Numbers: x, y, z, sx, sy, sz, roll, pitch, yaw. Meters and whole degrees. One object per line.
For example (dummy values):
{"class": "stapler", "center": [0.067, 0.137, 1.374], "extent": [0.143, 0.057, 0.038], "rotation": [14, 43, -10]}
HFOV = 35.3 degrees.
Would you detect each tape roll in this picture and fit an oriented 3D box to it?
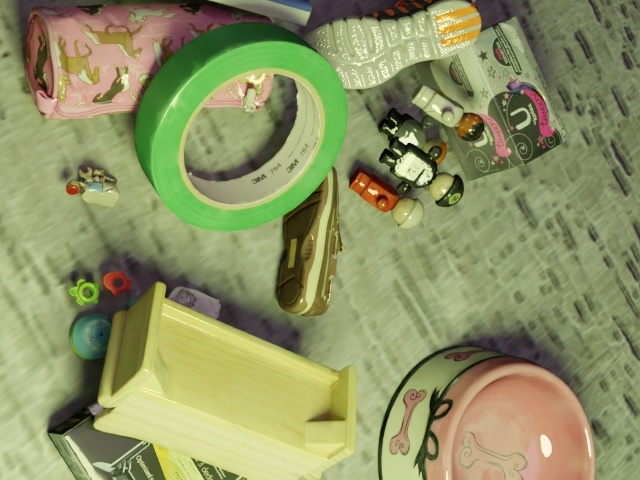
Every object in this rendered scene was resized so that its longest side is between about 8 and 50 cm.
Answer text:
{"class": "tape roll", "center": [-0.115, -0.166, 1.512], "extent": [0.321, 0.077, 0.321], "rotation": [-19, 132, -22]}

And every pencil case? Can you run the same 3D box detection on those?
{"class": "pencil case", "center": [-0.251, -0.270, 1.513], "extent": [0.386, 0.167, 0.160], "rotation": [-7, 124, -31]}

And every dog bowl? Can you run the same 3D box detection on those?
{"class": "dog bowl", "center": [0.307, 0.383, 1.747], "extent": [0.408, 0.150, 0.408], "rotation": [5, 80, -30]}

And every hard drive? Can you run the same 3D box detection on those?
{"class": "hard drive", "center": [-0.193, -0.418, 1.549], "extent": [0.318, 0.210, 0.040], "rotation": [9, 116, -29]}

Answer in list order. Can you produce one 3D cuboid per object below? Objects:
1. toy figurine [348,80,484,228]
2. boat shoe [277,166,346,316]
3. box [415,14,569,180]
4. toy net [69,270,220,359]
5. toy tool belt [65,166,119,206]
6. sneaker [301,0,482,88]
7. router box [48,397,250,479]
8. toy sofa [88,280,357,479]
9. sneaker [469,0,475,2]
{"class": "toy figurine", "center": [0.170, -0.142, 1.708], "extent": [0.148, 0.213, 0.209], "rotation": [33, 63, -10]}
{"class": "boat shoe", "center": [-0.006, 0.000, 1.663], "extent": [0.095, 0.095, 0.257], "rotation": [19, 79, -41]}
{"class": "box", "center": [0.312, -0.256, 1.834], "extent": [0.142, 0.163, 0.247], "rotation": [-30, 98, -31]}
{"class": "toy net", "center": [-0.264, 0.103, 1.515], "extent": [0.232, 0.045, 0.122], "rotation": [-8, 85, -33]}
{"class": "toy tool belt", "center": [-0.340, -0.083, 1.499], "extent": [0.083, 0.052, 0.051], "rotation": [15, 44, -31]}
{"class": "sneaker", "center": [0.116, -0.355, 1.758], "extent": [0.321, 0.180, 0.125], "rotation": [-10, 111, 3]}
{"class": "router box", "center": [-0.213, 0.341, 1.485], "extent": [0.243, 0.081, 0.309], "rotation": [-34, 100, -30]}
{"class": "toy sofa", "center": [-0.135, 0.218, 1.437], "extent": [0.362, 0.177, 0.150], "rotation": [26, 45, -25]}
{"class": "sneaker", "center": [0.174, -0.492, 1.828], "extent": [0.271, 0.100, 0.108], "rotation": [34, 73, -22]}
